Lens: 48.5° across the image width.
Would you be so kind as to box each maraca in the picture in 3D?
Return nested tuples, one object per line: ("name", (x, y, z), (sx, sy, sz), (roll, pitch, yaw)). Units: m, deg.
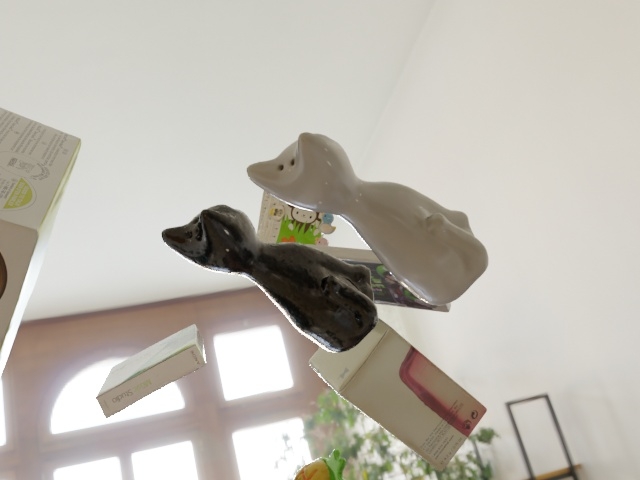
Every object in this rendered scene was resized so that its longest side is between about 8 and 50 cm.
("maraca", (0.002, 0.472, 1.348), (0.099, 0.127, 0.186), (15, -43, -24))

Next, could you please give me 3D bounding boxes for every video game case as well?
("video game case", (0.088, 0.059, 1.073), (0.190, 0.022, 0.173), (5, -25, 25))

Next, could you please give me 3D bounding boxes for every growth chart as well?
("growth chart", (-0.053, -0.046, 1.389), (0.171, 0.237, 0.021), (-1, -17, 14))

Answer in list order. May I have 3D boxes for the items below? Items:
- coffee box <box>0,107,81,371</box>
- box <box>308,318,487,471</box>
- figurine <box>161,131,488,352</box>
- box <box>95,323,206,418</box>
("coffee box", (-0.545, 0.005, 0.933), (0.334, 0.338, 0.338), (20, -69, -19))
("box", (0.120, 0.229, 1.122), (0.232, 0.148, 0.127), (41, -95, -21))
("figurine", (0.000, 0.000, 0.614), (0.209, 0.092, 0.215), (29, -41, -29))
("box", (-0.376, 0.285, 1.611), (0.232, 0.059, 0.322), (-28, 7, -9))
